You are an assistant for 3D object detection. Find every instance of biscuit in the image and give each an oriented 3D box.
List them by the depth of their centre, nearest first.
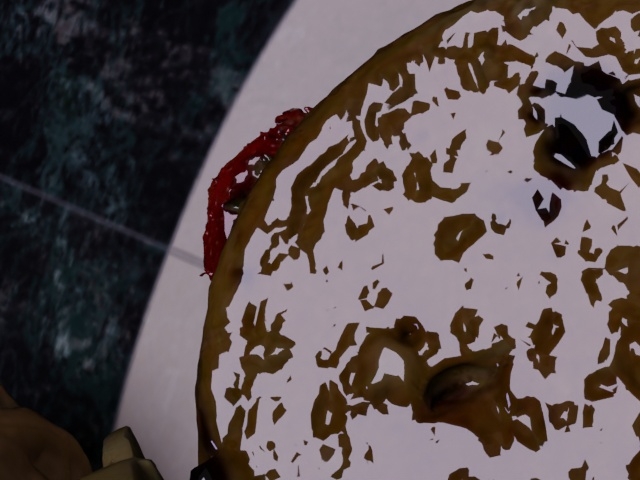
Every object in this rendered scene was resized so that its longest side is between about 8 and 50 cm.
[{"bbox_3d":[0.095,0.049,0.464,0.295,0.075,0.296,-4,78,21],"label":"biscuit"}]

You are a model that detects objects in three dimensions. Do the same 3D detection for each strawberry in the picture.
[{"bbox_3d":[-0.001,0.001,0.586,0.106,0.106,0.106,-15,67,37],"label":"strawberry"}]

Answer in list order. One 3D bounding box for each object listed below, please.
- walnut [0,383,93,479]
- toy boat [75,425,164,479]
[{"bbox_3d":[-0.186,0.145,0.617,0.213,0.213,0.213,-15,67,37],"label":"walnut"},{"bbox_3d":[-0.010,0.264,0.449,0.135,0.162,0.446,-25,71,-5],"label":"toy boat"}]
